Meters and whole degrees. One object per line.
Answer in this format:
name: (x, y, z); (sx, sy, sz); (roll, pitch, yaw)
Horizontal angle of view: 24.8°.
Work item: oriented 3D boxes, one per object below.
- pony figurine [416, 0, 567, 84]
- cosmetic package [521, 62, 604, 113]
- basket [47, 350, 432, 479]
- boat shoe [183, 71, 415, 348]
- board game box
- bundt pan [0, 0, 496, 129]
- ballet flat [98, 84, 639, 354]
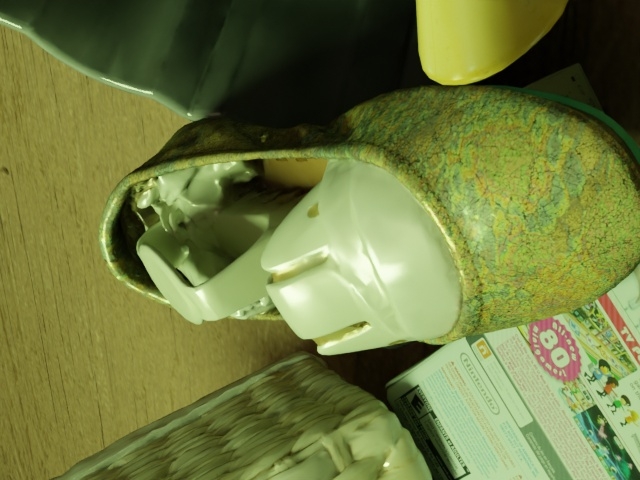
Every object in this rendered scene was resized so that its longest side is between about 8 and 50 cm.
pony figurine: (0.040, -0.285, 0.412); (0.302, 0.351, 0.363); (20, 149, 52)
cosmetic package: (0.088, -0.048, 0.748); (0.115, 0.060, 0.041); (-23, 94, 62)
basket: (-0.045, 0.284, 0.882); (0.328, 0.331, 0.266); (63, 168, -6)
boat shoe: (-0.025, -0.050, 0.883); (0.285, 0.103, 0.092); (49, 143, 13)
board game box: (0.177, 0.101, 0.691); (0.224, 0.097, 0.303); (59, 150, 8)
bundt pan: (-0.056, -0.180, 0.690); (0.330, 0.124, 0.331); (19, 161, 7)
ballet flat: (0.000, 0.000, 0.678); (0.348, 0.123, 0.123); (5, 117, 56)
